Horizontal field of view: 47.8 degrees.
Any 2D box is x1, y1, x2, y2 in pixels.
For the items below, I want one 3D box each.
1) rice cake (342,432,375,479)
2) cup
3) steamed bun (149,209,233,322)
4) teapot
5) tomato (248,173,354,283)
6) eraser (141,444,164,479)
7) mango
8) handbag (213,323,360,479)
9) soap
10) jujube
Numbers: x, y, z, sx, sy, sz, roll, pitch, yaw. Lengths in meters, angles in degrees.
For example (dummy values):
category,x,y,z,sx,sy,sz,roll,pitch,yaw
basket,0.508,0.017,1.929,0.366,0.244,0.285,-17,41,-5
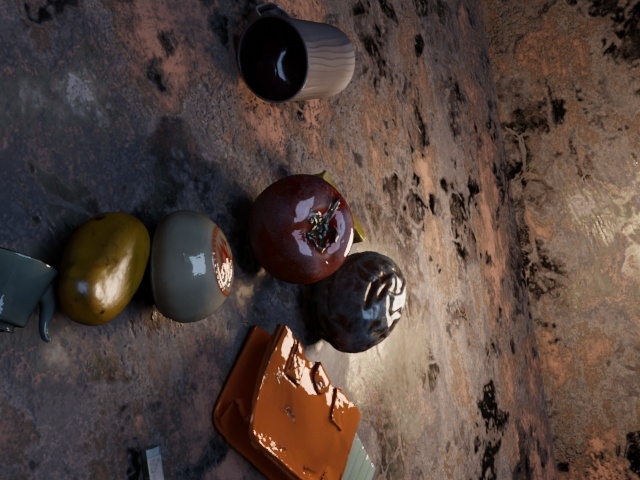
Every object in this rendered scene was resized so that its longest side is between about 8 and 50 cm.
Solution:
category,x,y,z,sx,sy,sz,roll,pitch,yaw
rice cake,0.080,0.641,1.968,0.198,0.037,0.189,-51,122,-48
cup,-0.082,-0.486,1.900,0.273,0.288,0.208,-20,134,-56
steamed bun,-0.251,0.053,1.474,0.232,0.145,0.232,-1,90,-85
teapot,-0.531,0.088,1.144,0.239,0.162,0.149,26,73,-37
tomato,-0.053,-0.027,1.772,0.270,0.227,0.270,1,88,-36
eraser,-0.333,0.453,1.436,0.038,0.019,0.083,-5,86,-54
mango,-0.401,0.052,1.311,0.295,0.120,0.177,-64,156,-62
handbag,-0.062,0.427,1.747,0.410,0.116,0.303,54,43,-34
soap,0.033,-0.083,2.026,0.252,0.092,0.037,57,39,-30
jujube,0.107,0.169,1.962,0.246,0.215,0.308,59,41,-27
